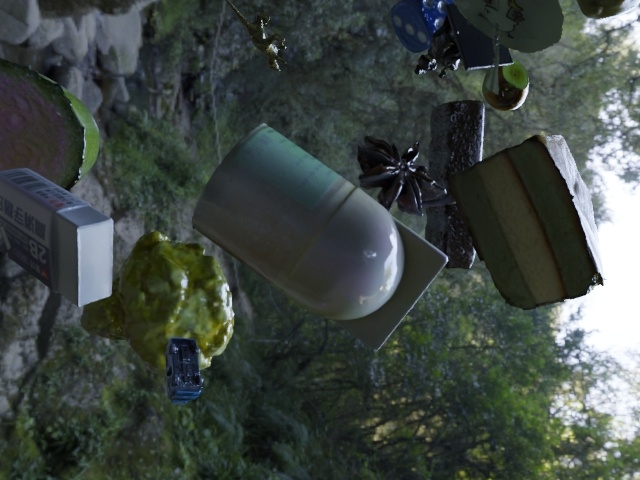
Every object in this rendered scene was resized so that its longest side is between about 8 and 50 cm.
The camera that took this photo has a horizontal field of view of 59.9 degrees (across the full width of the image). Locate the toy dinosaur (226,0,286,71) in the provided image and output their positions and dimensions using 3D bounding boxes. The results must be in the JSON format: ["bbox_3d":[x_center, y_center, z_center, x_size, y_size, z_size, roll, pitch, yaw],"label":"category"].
[{"bbox_3d":[-0.134,-0.415,1.130,0.039,0.162,0.126,-65,-168,-20],"label":"toy dinosaur"}]

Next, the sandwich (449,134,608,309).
[{"bbox_3d":[0.332,-0.032,0.851,0.155,0.198,0.228,-23,-94,34],"label":"sandwich"}]

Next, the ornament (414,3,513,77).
[{"bbox_3d":[0.311,-0.451,1.321,0.196,0.153,0.167,-19,-93,59],"label":"ornament"}]

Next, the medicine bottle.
[{"bbox_3d":[0.000,0.000,0.998,0.236,0.406,0.236,-54,177,-4],"label":"medicine bottle"}]

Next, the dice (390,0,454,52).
[{"bbox_3d":[0.276,-0.578,1.422,0.146,0.143,0.146,55,-15,-17],"label":"dice"}]

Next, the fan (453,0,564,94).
[{"bbox_3d":[0.302,-0.355,0.951,0.233,0.012,0.415,41,-2,24],"label":"fan"}]

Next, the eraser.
[{"bbox_3d":[-0.373,-0.010,0.770,0.210,0.068,0.125,26,-63,29],"label":"eraser"}]

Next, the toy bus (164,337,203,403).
[{"bbox_3d":[-0.182,0.171,0.730,0.046,0.038,0.083,-56,-143,34],"label":"toy bus"}]

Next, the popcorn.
[{"bbox_3d":[-0.373,0.174,1.367,0.294,0.334,0.292,-51,-177,43],"label":"popcorn"}]

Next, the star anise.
[{"bbox_3d":[0.163,-0.122,1.121,0.209,0.231,0.089,-47,-178,-37],"label":"star anise"}]

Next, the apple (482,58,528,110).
[{"bbox_3d":[0.635,-0.524,1.892,0.147,0.146,0.163,-76,-178,-46],"label":"apple"}]

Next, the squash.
[{"bbox_3d":[-0.626,-0.236,1.190,0.309,0.310,0.311,-116,-150,-69],"label":"squash"}]

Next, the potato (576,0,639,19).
[{"bbox_3d":[0.590,-0.541,1.122,0.137,0.154,0.201,87,26,-63],"label":"potato"}]

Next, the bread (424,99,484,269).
[{"bbox_3d":[0.335,-0.141,1.421,0.165,0.113,0.417,-146,-122,-85],"label":"bread"}]
